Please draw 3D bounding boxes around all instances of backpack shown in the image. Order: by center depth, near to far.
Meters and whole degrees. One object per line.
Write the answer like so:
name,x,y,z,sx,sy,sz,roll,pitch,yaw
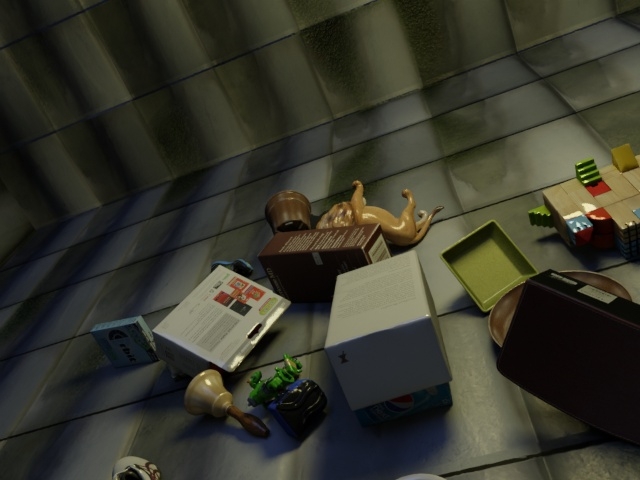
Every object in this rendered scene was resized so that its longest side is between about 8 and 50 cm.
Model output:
backpack,-0.054,0.380,1.475,0.120,0.098,0.101,-40,10,-27

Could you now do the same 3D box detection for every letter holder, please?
letter holder,0.517,0.215,1.189,0.302,0.214,0.152,25,19,32

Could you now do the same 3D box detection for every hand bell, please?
hand bell,-0.213,0.423,1.560,0.242,0.126,0.126,19,47,38

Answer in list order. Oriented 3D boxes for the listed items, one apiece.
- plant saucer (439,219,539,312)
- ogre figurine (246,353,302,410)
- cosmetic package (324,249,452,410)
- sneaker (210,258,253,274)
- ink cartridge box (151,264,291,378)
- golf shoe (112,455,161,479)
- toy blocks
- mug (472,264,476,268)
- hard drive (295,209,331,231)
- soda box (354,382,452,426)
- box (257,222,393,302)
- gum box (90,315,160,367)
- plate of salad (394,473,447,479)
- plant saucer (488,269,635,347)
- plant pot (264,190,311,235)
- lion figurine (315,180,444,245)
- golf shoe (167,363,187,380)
plant saucer,0.427,0.069,1.622,0.188,0.188,0.045,-31,-18,-15
ogre figurine,-0.117,0.355,1.559,0.118,0.097,0.197,-40,13,12
cosmetic package,0.157,0.189,1.486,0.230,0.161,0.453,-19,13,11
sneaker,-0.320,0.113,2.276,0.188,0.067,0.078,-6,52,31
ink cartridge box,-0.274,0.255,1.821,0.272,0.130,0.309,24,47,21
golf shoe,-0.422,0.548,1.449,0.105,0.120,0.273,-39,28,-24
toy blocks,0.754,-0.072,1.589,0.381,0.191,0.261,-21,37,7
mug,0.403,0.086,1.682,0.062,0.064,0.078,-31,26,-12
hard drive,0.000,0.000,2.199,0.237,0.064,0.339,-13,27,22
soda box,0.177,0.339,1.388,0.210,0.067,0.071,-19,26,13
box,0.021,0.072,1.894,0.381,0.191,0.143,-5,31,36
gum box,-0.611,0.323,1.999,0.184,0.157,0.041,-13,27,23
plate of salad,0.162,0.493,1.128,0.200,0.048,0.200,-19,26,10
plant saucer,0.536,0.176,1.411,0.310,0.050,0.310,-20,25,10
plant pot,-0.103,-0.059,2.161,0.167,0.167,0.165,-22,34,5
lion figurine,0.186,-0.054,2.001,0.392,0.142,0.240,6,49,11
golf shoe,-0.427,0.337,1.898,0.069,0.086,0.176,-26,24,0
